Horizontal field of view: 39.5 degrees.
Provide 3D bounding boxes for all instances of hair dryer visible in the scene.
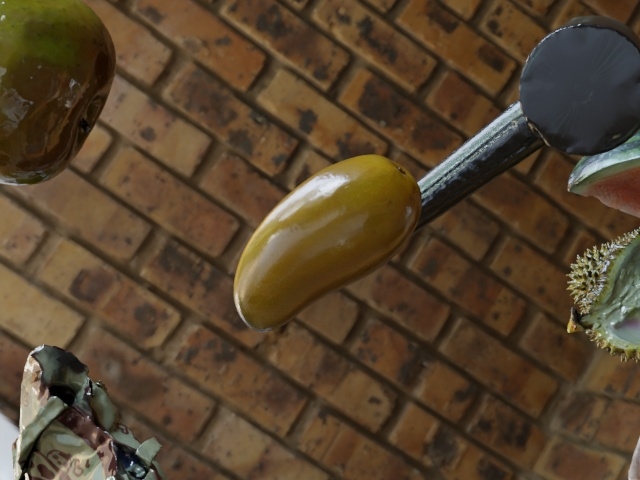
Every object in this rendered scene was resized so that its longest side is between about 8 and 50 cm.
[{"bbox_3d":[0.190,-0.109,0.903,0.116,0.302,0.244,54,23,-1],"label":"hair dryer"}]

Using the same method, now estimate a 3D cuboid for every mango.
[{"bbox_3d":[0.000,0.000,0.732,0.102,0.184,0.085,48,9,-42],"label":"mango"}]

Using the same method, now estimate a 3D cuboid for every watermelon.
[{"bbox_3d":[0.536,-0.121,1.473,0.202,0.136,0.207,24,-21,-30],"label":"watermelon"}]

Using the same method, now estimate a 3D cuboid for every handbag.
[{"bbox_3d":[-0.219,0.226,0.836,0.213,0.127,0.235,46,-33,14],"label":"handbag"}]

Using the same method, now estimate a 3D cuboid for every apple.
[{"bbox_3d":[-0.131,-0.069,0.391,0.074,0.090,0.089,27,-12,7],"label":"apple"}]

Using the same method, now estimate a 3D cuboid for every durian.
[{"bbox_3d":[0.409,0.093,1.177,0.193,0.237,0.138,59,-24,33],"label":"durian"}]

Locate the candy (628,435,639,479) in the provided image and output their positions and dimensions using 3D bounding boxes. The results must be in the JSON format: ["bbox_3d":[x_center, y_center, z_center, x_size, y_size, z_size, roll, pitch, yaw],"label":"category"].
[{"bbox_3d":[0.364,0.262,0.721,0.290,0.214,0.157,63,-20,-14],"label":"candy"}]
